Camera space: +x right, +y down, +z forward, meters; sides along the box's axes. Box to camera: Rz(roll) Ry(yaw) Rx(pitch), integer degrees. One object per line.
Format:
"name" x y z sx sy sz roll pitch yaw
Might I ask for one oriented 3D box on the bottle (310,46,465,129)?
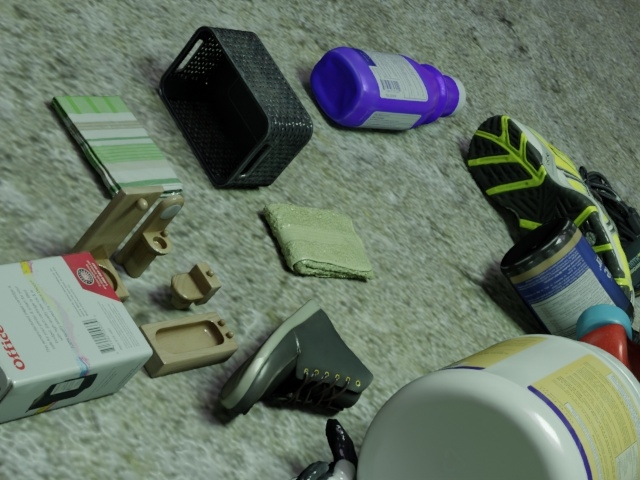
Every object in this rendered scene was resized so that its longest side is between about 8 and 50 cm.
"bottle" 0.110 -0.222 2.019 0.283 0.092 0.118 -3 54 -50

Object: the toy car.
"toy car" 0.451 0.149 1.683 0.210 0.238 0.219 36 33 -12

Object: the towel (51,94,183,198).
"towel" -0.236 -0.108 1.567 0.113 0.023 0.152 -7 54 -54

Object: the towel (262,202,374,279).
"towel" 0.000 0.000 1.691 0.148 0.027 0.110 7 45 -44

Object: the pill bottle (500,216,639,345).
"pill bottle" 0.357 0.087 1.878 0.219 0.123 0.123 53 30 -9

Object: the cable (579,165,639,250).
"cable" 0.472 -0.047 2.270 0.150 0.047 0.184 -1 55 -43

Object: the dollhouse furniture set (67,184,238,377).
"dollhouse furniture set" -0.147 0.038 1.385 0.144 0.123 0.151 -7 57 -52

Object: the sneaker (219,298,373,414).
"sneaker" -0.016 0.147 1.442 0.118 0.083 0.222 45 30 2

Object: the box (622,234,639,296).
"box" 0.546 0.015 2.135 0.232 0.183 0.059 -12 60 -52

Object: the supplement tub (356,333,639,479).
"supplement tub" 0.209 0.230 1.429 0.241 0.241 0.331 52 26 15

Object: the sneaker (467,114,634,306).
"sneaker" 0.376 -0.037 2.048 0.147 0.145 0.385 6 48 -44

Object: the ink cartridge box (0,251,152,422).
"ink cartridge box" -0.263 0.087 1.245 0.175 0.072 0.127 -9 59 -52

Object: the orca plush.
"orca plush" -0.045 0.249 1.273 0.102 0.151 0.287 15 31 14

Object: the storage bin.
"storage bin" -0.106 -0.165 1.679 0.084 0.122 0.180 -3 54 -50
